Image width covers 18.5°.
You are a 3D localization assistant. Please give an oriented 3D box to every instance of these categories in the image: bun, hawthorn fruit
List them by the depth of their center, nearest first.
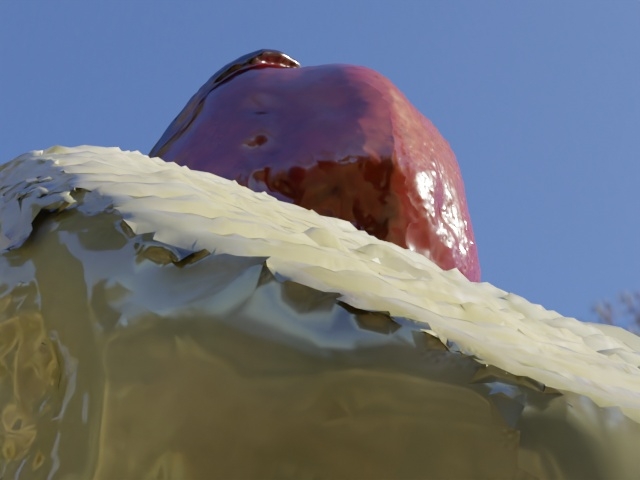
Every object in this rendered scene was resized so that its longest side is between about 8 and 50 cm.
[{"bbox_3d":[0.017,0.111,0.625,0.360,0.360,0.211,22,-86,-13],"label":"bun"},{"bbox_3d":[0.000,0.000,1.048,0.189,0.251,0.189,-3,-76,-13],"label":"hawthorn fruit"}]
